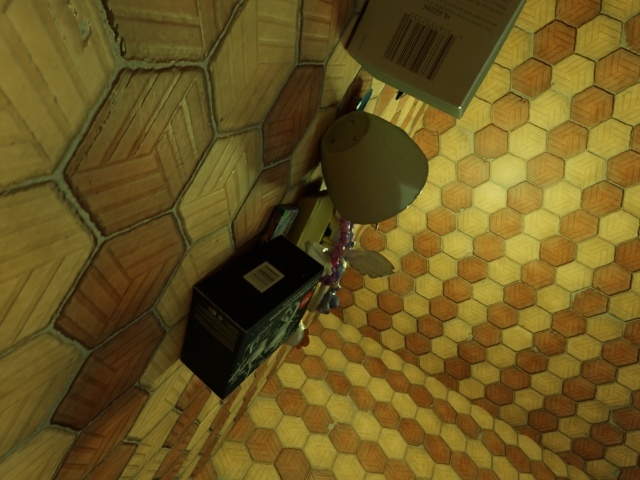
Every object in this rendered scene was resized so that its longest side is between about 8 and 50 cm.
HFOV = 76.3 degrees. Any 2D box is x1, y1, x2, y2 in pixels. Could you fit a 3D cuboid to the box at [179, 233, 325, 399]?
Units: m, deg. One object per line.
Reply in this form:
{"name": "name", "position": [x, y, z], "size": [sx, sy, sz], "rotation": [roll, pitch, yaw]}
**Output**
{"name": "box", "position": [-0.188, 0.204, 1.144], "size": [0.343, 0.179, 0.313], "rotation": [-35, 156, -48]}

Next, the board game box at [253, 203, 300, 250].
{"name": "board game box", "position": [-0.141, -0.017, 1.257], "size": [0.201, 0.035, 0.136], "rotation": [-62, 170, 15]}

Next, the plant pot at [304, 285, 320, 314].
{"name": "plant pot", "position": [-0.106, 0.317, 2.138], "size": [0.237, 0.109, 0.237], "rotation": [-60, 180, 0]}

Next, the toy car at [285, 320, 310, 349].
{"name": "toy car", "position": [-0.132, 0.356, 1.745], "size": [0.210, 0.238, 0.219], "rotation": [-60, 164, 3]}

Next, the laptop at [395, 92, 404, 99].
{"name": "laptop", "position": [0.446, -0.811, 1.903], "size": [0.264, 0.137, 0.234], "rotation": [-35, -173, 38]}

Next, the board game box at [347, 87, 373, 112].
{"name": "board game box", "position": [0.113, -0.427, 1.332], "size": [0.133, 0.033, 0.169], "rotation": [-53, 175, -50]}

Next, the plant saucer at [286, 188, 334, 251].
{"name": "plant saucer", "position": [-0.053, -0.048, 1.478], "size": [0.333, 0.081, 0.333], "rotation": [-64, 169, 20]}

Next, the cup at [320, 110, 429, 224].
{"name": "cup", "position": [0.130, -0.249, 1.243], "size": [0.331, 0.331, 0.237], "rotation": [-57, 134, -13]}

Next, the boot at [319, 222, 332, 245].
{"name": "boot", "position": [0.001, 0.001, 1.720], "size": [0.179, 0.085, 0.236], "rotation": [-55, -165, -8]}

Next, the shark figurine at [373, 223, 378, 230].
{"name": "shark figurine", "position": [0.178, -0.159, 1.480], "size": [0.166, 0.116, 0.278], "rotation": [-56, 156, -5]}

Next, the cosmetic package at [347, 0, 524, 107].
{"name": "cosmetic package", "position": [0.322, -0.561, 1.109], "size": [0.328, 0.329, 0.393], "rotation": [-63, 170, 19]}

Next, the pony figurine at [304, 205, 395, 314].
{"name": "pony figurine", "position": [0.046, 0.073, 1.401], "size": [0.351, 0.302, 0.364], "rotation": [-111, -143, -53]}

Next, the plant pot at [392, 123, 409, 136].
{"name": "plant pot", "position": [0.228, -0.306, 1.573], "size": [0.293, 0.292, 0.235], "rotation": [85, 20, -73]}
